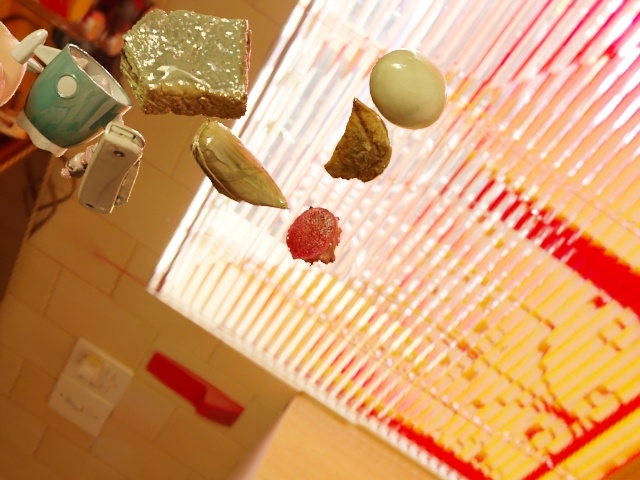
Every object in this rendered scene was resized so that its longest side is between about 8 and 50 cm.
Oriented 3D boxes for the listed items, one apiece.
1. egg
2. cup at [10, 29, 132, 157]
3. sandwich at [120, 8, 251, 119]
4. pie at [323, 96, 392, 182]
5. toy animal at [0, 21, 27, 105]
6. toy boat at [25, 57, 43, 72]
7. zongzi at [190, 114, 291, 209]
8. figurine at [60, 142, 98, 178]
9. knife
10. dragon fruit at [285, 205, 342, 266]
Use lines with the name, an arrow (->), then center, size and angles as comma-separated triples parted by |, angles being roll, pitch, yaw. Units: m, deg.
egg -> 0.221, -0.379, 1.859 | 0.186, 0.186, 0.253 | -56, 143, 4
cup -> -0.475, -0.254, 1.397 | 0.173, 0.299, 0.167 | -42, 180, 8
sandwich -> -0.340, -0.447, 1.860 | 0.131, 0.326, 0.262 | 114, -22, -66
pie -> 0.059, -0.131, 1.079 | 0.034, 0.092, 0.170 | -55, 179, -34
toy animal -> -0.754, -0.369, 1.642 | 0.167, 0.154, 0.250 | -13, -143, 25
toy boat -> -0.837, -0.533, 1.933 | 0.085, 0.260, 0.078 | -46, -152, 5
zongzi -> -0.158, -0.143, 1.485 | 0.099, 0.197, 0.194 | -51, 140, -15
figurine -> -0.558, -0.184, 1.749 | 0.129, 0.054, 0.072 | -20, -154, 37
knife -> -0.298, -0.097, 1.057 | 0.265, 0.073, 0.040 | -37, -149, 61
dragon fruit -> 0.000, 0.000, 1.826 | 0.153, 0.153, 0.111 | -57, 141, -10
